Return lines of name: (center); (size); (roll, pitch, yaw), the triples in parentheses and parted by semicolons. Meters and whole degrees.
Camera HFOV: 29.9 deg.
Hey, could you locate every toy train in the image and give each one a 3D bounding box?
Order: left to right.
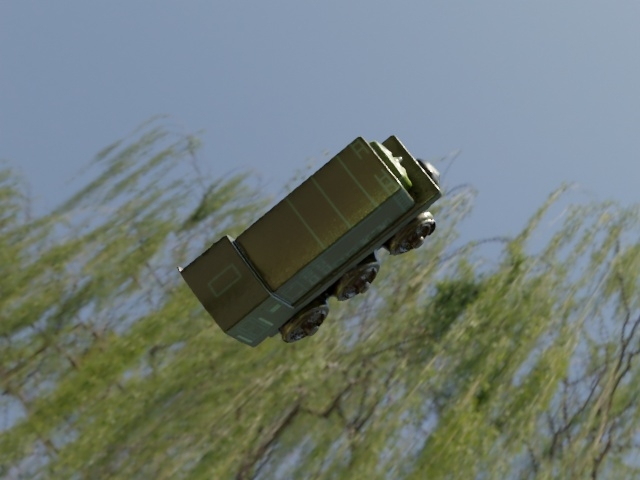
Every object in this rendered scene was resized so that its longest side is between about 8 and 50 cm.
toy train: (0.000, 0.000, 0.997); (0.225, 0.137, 0.090); (-40, -112, 4)
